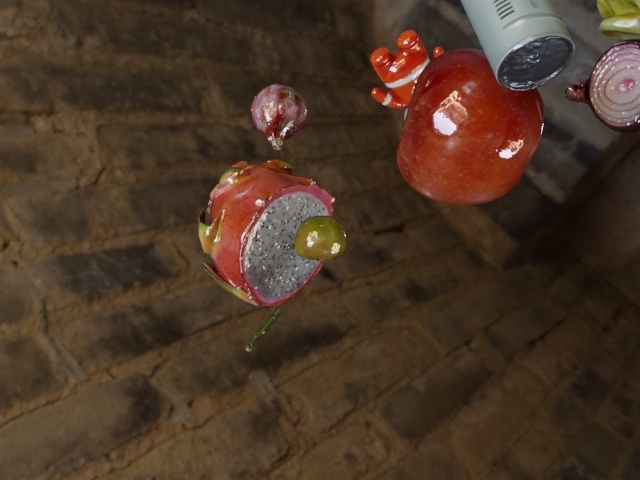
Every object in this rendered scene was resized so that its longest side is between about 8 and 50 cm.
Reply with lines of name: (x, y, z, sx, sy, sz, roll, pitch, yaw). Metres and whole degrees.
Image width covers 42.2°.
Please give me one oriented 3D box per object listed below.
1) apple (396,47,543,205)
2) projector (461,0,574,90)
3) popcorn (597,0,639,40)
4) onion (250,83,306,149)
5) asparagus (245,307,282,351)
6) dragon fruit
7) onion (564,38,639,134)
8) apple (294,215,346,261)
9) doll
apple: (0.246, -0.189, 1.381, 0.217, 0.260, 0.260, 15, -153, 1)
projector: (0.232, -0.363, 1.125, 0.108, 0.108, 0.337, 12, -129, -41)
popcorn: (0.736, -0.548, 1.736, 0.334, 0.293, 0.292, 9, -174, -38)
onion: (-0.119, -0.343, 2.348, 0.160, 0.159, 0.194, 21, -125, -29)
asparagus: (-0.120, 0.190, 1.751, 0.015, 0.018, 0.127, 35, -126, 6)
dragon fruit: (-0.136, -0.031, 1.754, 0.226, 0.305, 0.305, 28, -162, 35)
onion: (0.621, -0.313, 1.729, 0.140, 0.218, 0.195, -5, -90, -46)
apple: (0.000, 0.000, 1.411, 0.090, 0.090, 0.074, 15, -116, -37)
doll: (0.247, -0.346, 2.018, 0.336, 0.200, 0.105, 54, -172, -36)
